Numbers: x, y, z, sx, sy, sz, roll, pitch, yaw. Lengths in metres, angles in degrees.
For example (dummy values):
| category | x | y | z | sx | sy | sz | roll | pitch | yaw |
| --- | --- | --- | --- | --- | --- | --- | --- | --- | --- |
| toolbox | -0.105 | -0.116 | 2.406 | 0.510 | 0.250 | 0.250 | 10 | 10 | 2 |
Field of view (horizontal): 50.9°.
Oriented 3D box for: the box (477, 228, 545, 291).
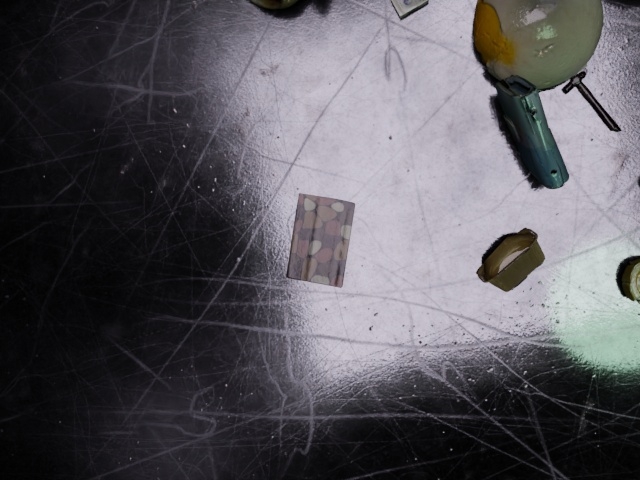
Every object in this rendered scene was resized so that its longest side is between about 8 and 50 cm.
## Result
| category | x | y | z | sx | sy | sz | roll | pitch | yaw |
| --- | --- | --- | --- | --- | --- | --- | --- | --- | --- |
| box | 0.474 | 0.047 | 1.679 | 0.177 | 0.111 | 0.111 | -45 | 86 | 9 |

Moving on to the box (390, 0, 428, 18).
| category | x | y | z | sx | sy | sz | roll | pitch | yaw |
| --- | --- | --- | --- | --- | --- | --- | --- | --- | --- |
| box | 0.227 | -0.612 | 1.717 | 0.083 | 0.024 | 0.054 | -28 | 91 | 9 |

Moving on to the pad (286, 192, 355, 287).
| category | x | y | z | sx | sy | sz | roll | pitch | yaw |
| --- | --- | --- | --- | --- | --- | --- | --- | --- | --- |
| pad | 0.000 | 0.000 | 1.805 | 0.158 | 0.003 | 0.234 | 10 | 95 | 9 |

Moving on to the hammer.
| category | x | y | z | sx | sy | sz | roll | pitch | yaw |
| --- | --- | --- | --- | --- | --- | --- | --- | --- | --- |
| hammer | 0.677 | -0.334 | 1.663 | 0.065 | 0.021 | 0.178 | -39 | 89 | 10 |

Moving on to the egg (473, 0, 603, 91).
| category | x | y | z | sx | sy | sz | roll | pitch | yaw |
| --- | --- | --- | --- | --- | --- | --- | --- | --- | --- |
| egg | 0.521 | -0.528 | 1.587 | 0.337 | 0.201 | 0.336 | 1 | 96 | 8 |

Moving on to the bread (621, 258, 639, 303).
| category | x | y | z | sx | sy | sz | roll | pitch | yaw |
| --- | --- | --- | --- | --- | --- | --- | --- | --- | --- |
| bread | 0.820 | 0.104 | 1.642 | 0.156 | 0.064 | 0.117 | 14 | 100 | 7 |

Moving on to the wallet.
| category | x | y | z | sx | sy | sz | roll | pitch | yaw |
| --- | --- | --- | --- | --- | --- | --- | --- | --- | --- |
| wallet | 0.496 | -0.259 | 1.585 | 0.075 | 0.176 | 0.250 | -26 | 116 | 9 |

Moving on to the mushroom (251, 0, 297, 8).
| category | x | y | z | sx | sy | sz | roll | pitch | yaw |
| --- | --- | --- | --- | --- | --- | --- | --- | --- | --- |
| mushroom | -0.101 | -0.729 | 1.723 | 0.292 | 0.212 | 0.217 | 22 | 53 | 19 |
